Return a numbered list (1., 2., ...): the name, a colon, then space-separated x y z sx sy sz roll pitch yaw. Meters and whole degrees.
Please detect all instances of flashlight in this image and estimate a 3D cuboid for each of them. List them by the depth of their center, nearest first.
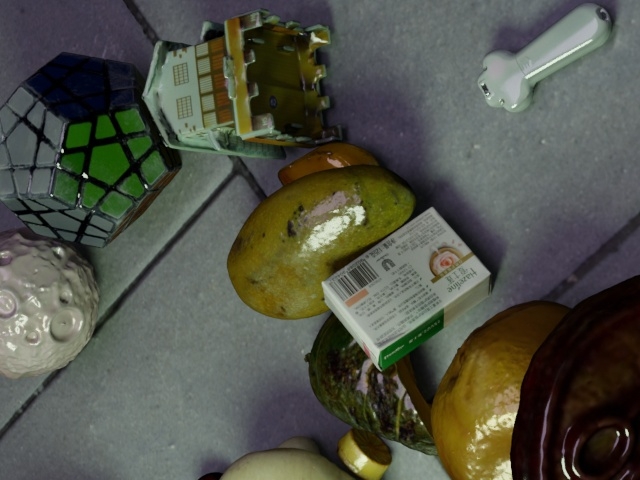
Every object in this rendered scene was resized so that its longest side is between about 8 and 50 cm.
1. flashlight: 0.302 -0.248 1.723 0.200 0.047 0.093 -34 72 28

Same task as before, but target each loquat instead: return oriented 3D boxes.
1. loquat: 0.284 0.222 1.614 0.284 0.276 0.276 32 109 12

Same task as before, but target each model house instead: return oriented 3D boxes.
1. model house: -0.112 -0.221 1.912 0.215 0.224 0.198 -12 84 35

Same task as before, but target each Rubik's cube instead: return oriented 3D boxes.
1. Rubik's cube: -0.383 -0.146 2.082 0.319 0.319 0.264 37 137 30

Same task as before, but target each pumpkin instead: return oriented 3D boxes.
1. pumpkin: 0.061 0.216 1.831 0.163 0.111 0.278 -28 73 15

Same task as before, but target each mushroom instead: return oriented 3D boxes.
1. mushroom: -0.032 0.388 1.878 0.254 0.234 0.260 7 134 1

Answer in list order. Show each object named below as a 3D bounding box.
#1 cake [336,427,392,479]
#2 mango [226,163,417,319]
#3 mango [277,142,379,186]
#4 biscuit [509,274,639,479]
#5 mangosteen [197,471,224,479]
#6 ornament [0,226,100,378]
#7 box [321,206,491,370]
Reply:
1. cake: 0.063 0.312 1.873 0.084 0.084 0.044 49 114 26
2. mango: -0.007 0.001 1.847 0.329 0.177 0.175 -42 60 49
3. mango: 0.018 -0.095 1.909 0.188 0.066 0.101 -5 114 36
4. biscuit: 0.414 0.237 1.455 0.091 0.408 0.407 179 90 -77
5. mangosteen: -0.166 0.408 2.044 0.081 0.081 0.080 0 90 36
6. ornament: -0.496 0.107 2.175 0.225 0.259 0.259 24 104 39
7. box: 0.119 0.066 1.772 0.199 0.081 0.135 -34 65 -10
